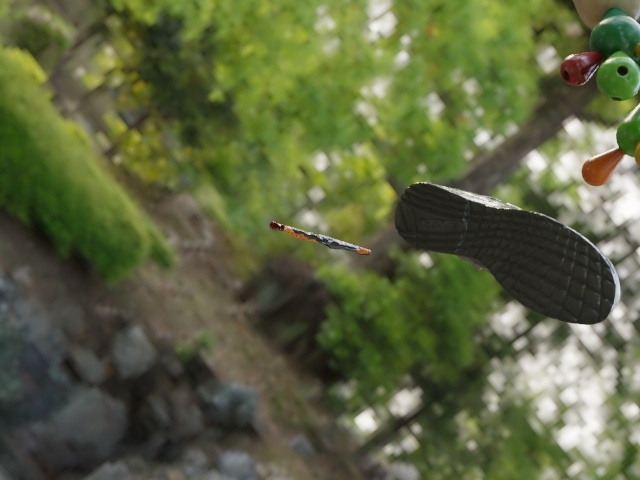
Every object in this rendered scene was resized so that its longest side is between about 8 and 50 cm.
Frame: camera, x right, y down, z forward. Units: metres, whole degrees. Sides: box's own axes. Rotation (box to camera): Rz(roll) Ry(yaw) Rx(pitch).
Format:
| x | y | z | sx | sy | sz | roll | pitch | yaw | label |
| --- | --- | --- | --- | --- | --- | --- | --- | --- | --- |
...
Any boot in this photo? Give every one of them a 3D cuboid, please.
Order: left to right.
| x | y | z | sx | sy | sz | roll | pitch | yaw | label |
| --- | --- | --- | --- | --- | --- | --- | --- | --- | --- |
| 0.204 | 0.004 | 1.758 | 0.246 | 0.083 | 0.161 | 27 | 14 | 32 | boot |

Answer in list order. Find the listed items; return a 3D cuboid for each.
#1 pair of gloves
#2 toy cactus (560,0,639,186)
| x | y | z | sx | sy | sz | roll | pitch | yaw | label |
| --- | --- | --- | --- | --- | --- | --- | --- | --- | --- |
| 0.000 | 0.000 | 1.785 | 0.083 | 0.010 | 0.074 | 14 | -2 | 39 | pair of gloves |
| 0.217 | -0.129 | 1.287 | 0.219 | 0.112 | 0.180 | -11 | 68 | -52 | toy cactus |
